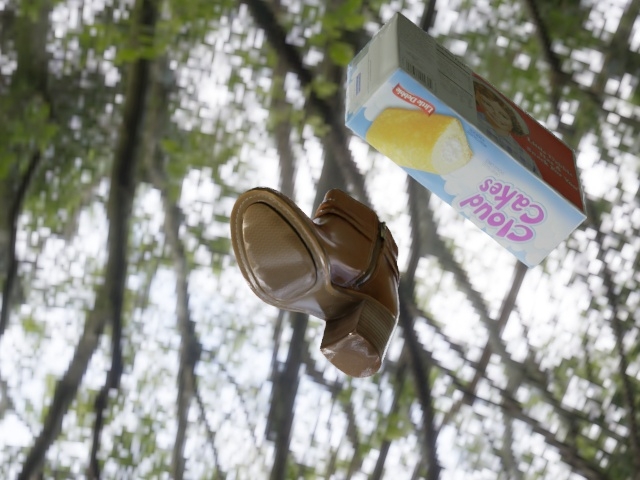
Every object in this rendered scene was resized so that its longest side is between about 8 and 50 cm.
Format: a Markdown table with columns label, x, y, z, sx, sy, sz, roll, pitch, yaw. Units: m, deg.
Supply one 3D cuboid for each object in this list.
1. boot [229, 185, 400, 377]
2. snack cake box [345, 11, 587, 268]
| label | x | y | z | sx | sy | sz | roll | pitch | yaw |
| --- | --- | --- | --- | --- | --- | --- | --- | --- | --- |
| boot | 0.000 | 0.000 | 1.366 | 0.073 | 0.197 | 0.152 | -19 | -148 | 25 |
| snack cake box | 0.153 | -0.107 | 1.778 | 0.264 | 0.089 | 0.152 | 36 | -156 | -17 |
